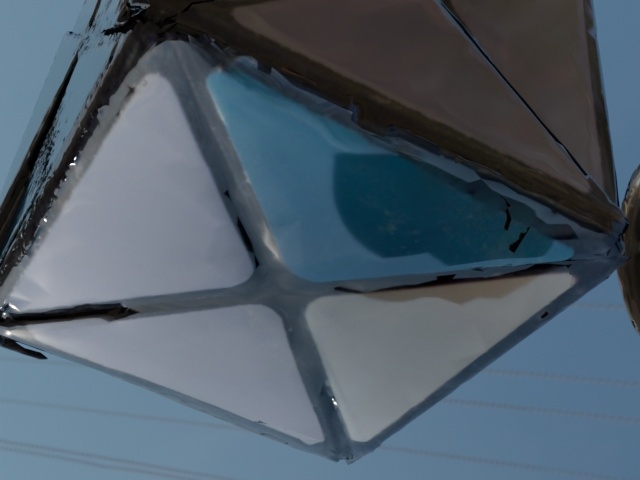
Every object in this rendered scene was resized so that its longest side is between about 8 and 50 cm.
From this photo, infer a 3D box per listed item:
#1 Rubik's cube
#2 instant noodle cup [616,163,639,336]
[{"bbox_3d":[-0.020,-0.073,0.707,0.307,0.310,0.305,-45,-154,43],"label":"Rubik's cube"},{"bbox_3d":[0.373,0.007,0.882,0.207,0.217,0.217,-1,-137,-10],"label":"instant noodle cup"}]
